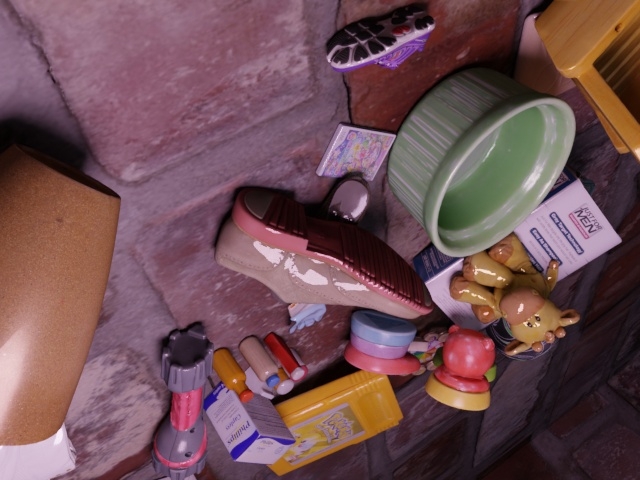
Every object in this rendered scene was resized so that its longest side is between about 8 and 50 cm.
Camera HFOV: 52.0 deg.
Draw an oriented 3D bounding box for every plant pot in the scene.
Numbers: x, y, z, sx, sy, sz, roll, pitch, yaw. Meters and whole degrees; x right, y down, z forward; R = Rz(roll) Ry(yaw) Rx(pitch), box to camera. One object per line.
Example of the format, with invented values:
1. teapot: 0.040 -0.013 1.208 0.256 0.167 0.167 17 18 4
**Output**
1. plant pot: -0.321 0.038 0.686 0.237 0.237 0.254 29 90 -53

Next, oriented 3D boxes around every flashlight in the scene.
1. flashlight: -0.233 0.285 1.102 0.103 0.103 0.304 -15 138 -29

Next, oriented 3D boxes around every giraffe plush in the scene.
1. giraffe plush: 0.354 0.114 1.167 0.210 0.170 0.181 22 117 -15

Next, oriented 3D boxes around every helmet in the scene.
1. helmet: 0.526 0.233 1.702 0.169 0.161 0.169 -28 152 -17

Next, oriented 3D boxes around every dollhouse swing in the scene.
1. dollhouse swing: 0.561 -0.264 1.048 0.315 0.305 0.347 -49 141 14

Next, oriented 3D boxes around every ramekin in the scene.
1. ramekin: 0.257 -0.135 1.091 0.303 0.148 0.303 -25 141 -22

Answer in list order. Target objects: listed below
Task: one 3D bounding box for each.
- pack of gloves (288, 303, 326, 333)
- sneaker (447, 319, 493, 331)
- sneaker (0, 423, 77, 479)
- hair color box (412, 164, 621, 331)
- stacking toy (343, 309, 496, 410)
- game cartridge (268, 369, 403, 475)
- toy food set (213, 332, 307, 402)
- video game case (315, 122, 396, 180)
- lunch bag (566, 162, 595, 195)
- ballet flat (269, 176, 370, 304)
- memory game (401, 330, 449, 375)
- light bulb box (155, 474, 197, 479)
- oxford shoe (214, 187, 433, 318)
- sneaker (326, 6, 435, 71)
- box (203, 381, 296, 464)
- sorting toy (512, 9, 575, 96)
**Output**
1. pack of gloves: 0.034 0.104 1.141 0.195 0.046 0.232 -34 167 -13
2. sneaker: 0.405 0.149 1.592 0.106 0.078 0.234 -2 132 -46
3. sneaker: -0.448 0.367 0.977 0.169 0.108 0.292 -7 130 -35
4. hair color box: 0.371 0.019 1.272 0.347 0.105 0.174 -36 116 18
5. stacking toy: 0.222 0.198 1.317 0.279 0.309 0.130 -9 112 -61
6. game cartridge: 0.013 0.396 1.421 0.324 0.052 0.285 -22 144 1
7. toy food set: -0.087 0.248 1.197 0.111 0.104 0.232 -44 145 2
8. video game case: 0.056 -0.135 1.018 0.122 0.011 0.087 0 127 -44
9. lunch bag: 0.463 -0.044 1.415 0.224 0.108 0.279 1 127 -44
10. ballet flat: 0.000 0.000 1.064 0.249 0.084 0.058 -57 -175 18
11. memory game: 0.253 0.275 1.583 0.186 0.012 0.186 -12 140 -10
12. light bulb box: -0.312 0.715 1.251 0.225 0.358 0.361 -3 128 -40
13. oxford shoe: 0.008 0.045 0.992 0.348 0.123 0.130 27 121 -15
14. sneaker: 0.084 -0.253 0.878 0.170 0.068 0.071 -25 147 -24
15. box: -0.133 0.339 1.219 0.072 0.137 0.126 -47 144 7
16. sorting toy: 0.421 -0.335 1.142 0.208 0.038 0.193 -23 140 -18
